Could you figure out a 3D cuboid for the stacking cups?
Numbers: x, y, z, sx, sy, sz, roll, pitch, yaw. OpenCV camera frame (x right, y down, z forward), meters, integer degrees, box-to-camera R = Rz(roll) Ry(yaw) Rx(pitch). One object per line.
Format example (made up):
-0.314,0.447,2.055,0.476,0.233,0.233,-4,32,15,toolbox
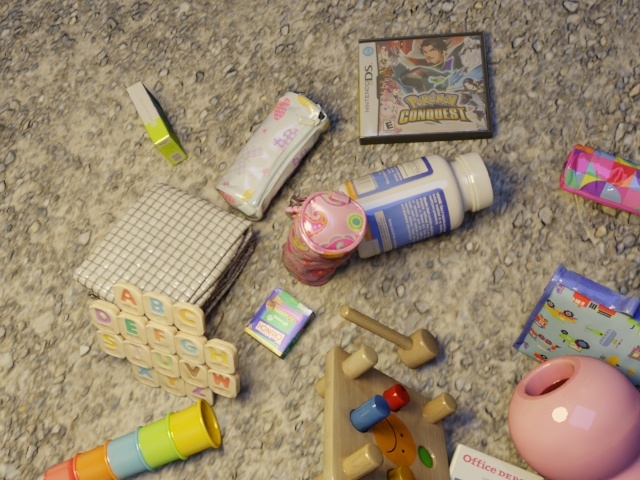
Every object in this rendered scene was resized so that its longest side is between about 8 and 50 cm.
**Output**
-0.340,0.393,1.271,0.316,0.096,0.096,-24,68,0,stacking cups

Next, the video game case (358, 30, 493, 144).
0.217,-0.325,1.493,0.275,0.035,0.248,-2,69,7,video game case

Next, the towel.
-0.291,0.047,1.364,0.235,0.121,0.283,26,62,15,towel

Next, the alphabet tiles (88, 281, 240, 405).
-0.276,0.194,1.247,0.284,0.278,0.021,16,44,13,alphabet tiles

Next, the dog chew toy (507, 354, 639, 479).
0.442,0.346,1.106,0.206,0.206,0.332,-35,99,-6,dog chew toy

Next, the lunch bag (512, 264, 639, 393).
0.458,0.146,1.143,0.221,0.293,0.138,29,76,17,lunch bag

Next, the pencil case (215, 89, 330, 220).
-0.095,-0.171,1.435,0.124,0.113,0.273,27,75,39,pencil case

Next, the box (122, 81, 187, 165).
-0.354,-0.257,1.506,0.042,0.109,0.178,-30,68,0,box

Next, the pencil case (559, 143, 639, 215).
0.572,-0.102,1.328,0.236,0.104,0.104,24,74,17,pencil case

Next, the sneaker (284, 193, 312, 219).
-0.011,-0.071,1.427,0.119,0.047,0.057,6,59,9,sneaker

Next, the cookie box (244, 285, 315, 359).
-0.078,0.158,1.348,0.092,0.040,0.107,33,78,17,cookie box

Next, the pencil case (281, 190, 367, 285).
0.000,0.000,1.271,0.124,0.284,0.124,2,76,-7,pencil case

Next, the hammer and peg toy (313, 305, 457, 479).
0.103,0.281,1.153,0.127,0.266,0.361,-42,28,30,hammer and peg toy

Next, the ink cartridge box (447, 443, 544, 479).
0.262,0.461,1.161,0.153,0.087,0.208,19,72,14,ink cartridge box

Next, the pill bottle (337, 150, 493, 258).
0.181,-0.075,1.341,0.272,0.152,0.152,-17,68,1,pill bottle
